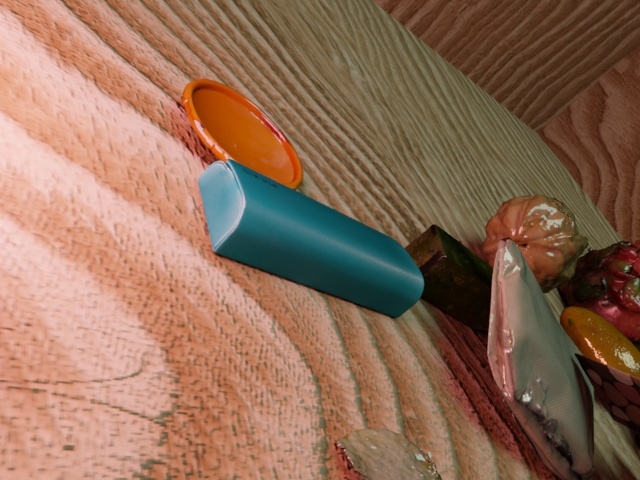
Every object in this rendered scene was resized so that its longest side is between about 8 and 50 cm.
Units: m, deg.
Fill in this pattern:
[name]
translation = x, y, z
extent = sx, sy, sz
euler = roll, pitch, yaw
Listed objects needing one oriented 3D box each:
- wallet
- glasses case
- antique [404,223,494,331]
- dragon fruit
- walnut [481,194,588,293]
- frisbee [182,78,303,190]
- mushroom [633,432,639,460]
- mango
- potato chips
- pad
[wallet]
translation = 0.313, 0.178, 0.908
extent = 0.335, 0.068, 0.275
euler = 55, 32, -22
[glasses case]
translation = 0.000, -0.002, 0.773
extent = 0.301, 0.070, 0.117
euler = 21, 35, -40
[antique]
translation = 0.226, 0.073, 0.998
extent = 0.221, 0.080, 0.081
euler = 33, 30, -29
[dragon fruit]
translation = 0.746, 0.133, 1.492
extent = 0.296, 0.263, 0.314
euler = 40, 26, -15
[walnut]
translation = 0.416, 0.008, 1.260
extent = 0.198, 0.198, 0.245
euler = 54, 20, 16
[frisbee]
translation = -0.102, -0.130, 0.835
extent = 0.192, 0.035, 0.192
euler = 36, 28, -23
[mushroom]
translation = 0.604, 0.358, 0.953
extent = 0.292, 0.212, 0.217
euler = 59, -7, 20
[mango]
translation = 0.547, 0.220, 1.237
extent = 0.227, 0.109, 0.147
euler = 52, 30, 15
[potato chips]
translation = 0.100, 0.250, 0.546
extent = 0.228, 0.059, 0.167
euler = 52, 2, 13
[pad]
translation = 0.455, 0.236, 0.860
extent = 0.158, 0.003, 0.235
euler = 53, -13, -22
